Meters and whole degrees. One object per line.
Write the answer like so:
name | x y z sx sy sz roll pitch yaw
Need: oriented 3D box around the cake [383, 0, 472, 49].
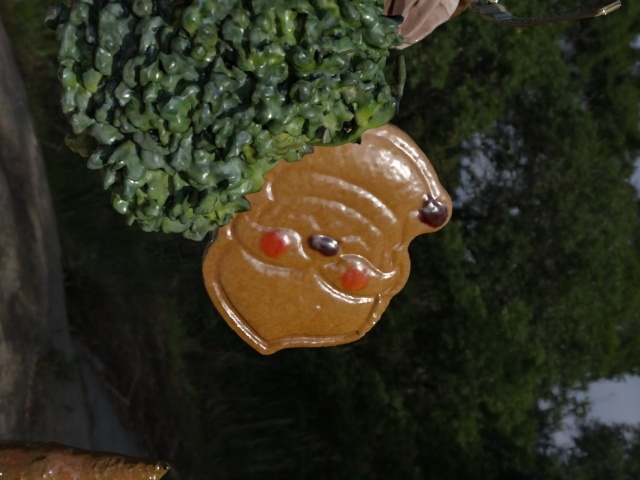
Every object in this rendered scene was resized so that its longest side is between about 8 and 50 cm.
cake | 0.074 -0.290 0.921 0.208 0.185 0.178 79 20 -57

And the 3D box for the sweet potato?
sweet potato | -0.291 0.213 0.805 0.072 0.314 0.066 -65 153 -67

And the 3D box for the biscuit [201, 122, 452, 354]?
biscuit | 0.000 0.000 1.475 0.455 0.349 0.078 -58 -163 16

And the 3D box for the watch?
watch | 0.303 -0.390 1.247 0.268 0.102 0.165 13 -66 55

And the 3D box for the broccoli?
broccoli | -0.057 -0.148 0.622 0.248 0.288 0.245 61 -10 5
